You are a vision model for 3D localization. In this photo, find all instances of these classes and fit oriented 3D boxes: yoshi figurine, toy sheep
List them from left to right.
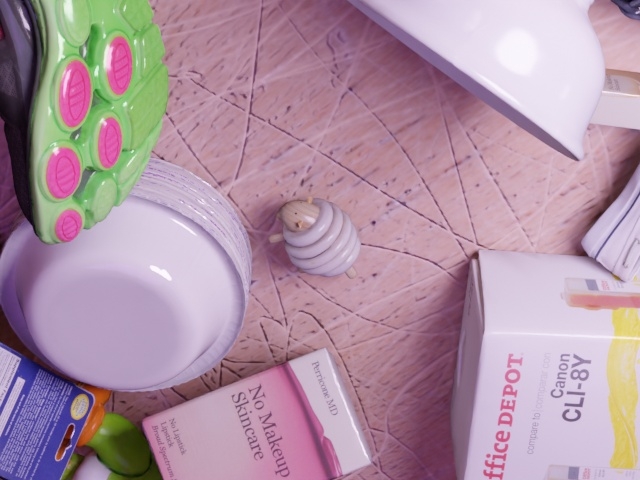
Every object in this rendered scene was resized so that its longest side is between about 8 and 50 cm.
[{"bbox_3d":[-0.193,0.318,1.637,0.362,0.203,0.203,40,78,-6],"label":"yoshi figurine"},{"bbox_3d":[0.000,0.000,1.430,0.091,0.091,0.132,-29,131,21],"label":"toy sheep"}]

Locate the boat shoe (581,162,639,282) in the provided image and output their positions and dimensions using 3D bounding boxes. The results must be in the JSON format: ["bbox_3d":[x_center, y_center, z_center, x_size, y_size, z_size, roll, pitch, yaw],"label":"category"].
[{"bbox_3d":[0.370,-0.048,1.364,0.076,0.083,0.226,47,136,19],"label":"boat shoe"}]

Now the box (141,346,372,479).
[{"bbox_3d":[-0.071,0.235,1.499,0.232,0.127,0.148,-22,82,0],"label":"box"}]

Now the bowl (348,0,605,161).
[{"bbox_3d":[0.157,-0.211,1.182,0.298,0.298,0.134,33,98,-17],"label":"bowl"}]

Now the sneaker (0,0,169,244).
[{"bbox_3d":[-0.286,-0.228,1.243,0.202,0.185,0.482,14,122,39],"label":"sneaker"}]

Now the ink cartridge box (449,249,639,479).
[{"bbox_3d":[0.355,0.176,1.477,0.385,0.160,0.279,4,124,1],"label":"ink cartridge box"}]

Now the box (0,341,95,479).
[{"bbox_3d":[-0.368,0.193,1.452,0.036,0.136,0.225,2,153,43],"label":"box"}]

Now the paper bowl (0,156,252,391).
[{"bbox_3d":[-0.223,0.056,1.444,0.284,0.148,0.284,1,125,2],"label":"paper bowl"}]

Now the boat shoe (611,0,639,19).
[{"bbox_3d":[0.343,-0.271,1.181,0.500,0.156,0.187,28,120,-16],"label":"boat shoe"}]

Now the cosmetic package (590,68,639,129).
[{"bbox_3d":[0.300,-0.149,1.322,0.115,0.060,0.041,6,123,-2],"label":"cosmetic package"}]
